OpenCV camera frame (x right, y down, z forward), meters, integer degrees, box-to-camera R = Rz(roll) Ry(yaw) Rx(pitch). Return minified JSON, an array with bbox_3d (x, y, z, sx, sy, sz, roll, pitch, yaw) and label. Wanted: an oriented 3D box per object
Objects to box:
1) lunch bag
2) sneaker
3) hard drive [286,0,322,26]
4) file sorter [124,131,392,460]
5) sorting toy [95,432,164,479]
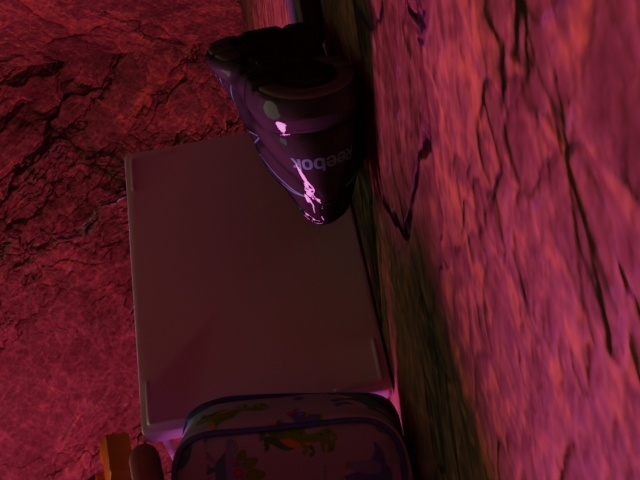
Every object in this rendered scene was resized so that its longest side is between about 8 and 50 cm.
[{"bbox_3d":[-0.012,0.221,0.680,0.090,0.176,0.219,-101,5,-82],"label":"lunch bag"},{"bbox_3d":[-0.029,-0.101,0.731,0.267,0.101,0.106,-112,9,-64],"label":"sneaker"},{"bbox_3d":[-0.020,-0.238,0.880,0.094,0.022,0.135,98,163,-74],"label":"hard drive"},{"bbox_3d":[-0.056,0.061,0.855,0.173,0.193,0.277,82,177,-57],"label":"file sorter"},{"bbox_3d":[-0.116,0.253,0.656,0.307,0.041,0.229,-114,30,-46],"label":"sorting toy"}]
